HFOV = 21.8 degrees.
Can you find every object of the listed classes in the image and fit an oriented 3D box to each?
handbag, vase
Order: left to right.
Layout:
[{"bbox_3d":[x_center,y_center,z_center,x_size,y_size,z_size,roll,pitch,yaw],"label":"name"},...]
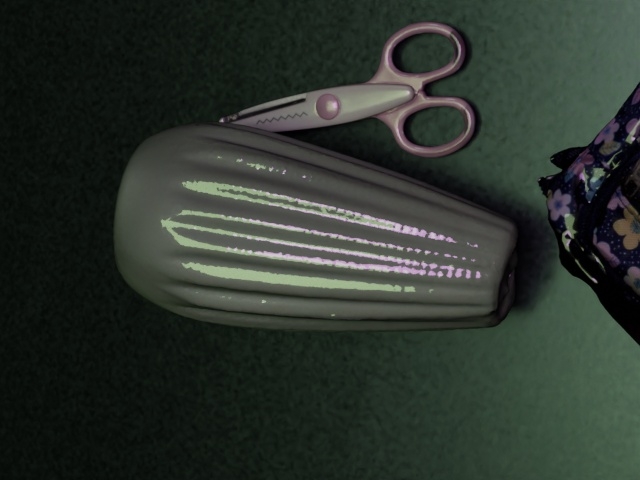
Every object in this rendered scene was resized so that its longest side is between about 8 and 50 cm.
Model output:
[{"bbox_3d":[0.000,0.000,1.033,0.248,0.128,0.128,10,98,15],"label":"vase"},{"bbox_3d":[0.248,-0.017,0.908,0.229,0.127,0.207,39,107,8],"label":"handbag"}]

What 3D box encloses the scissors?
[{"bbox_3d":[0.013,-0.088,1.071,0.176,0.022,0.085,-7,94,23],"label":"scissors"}]
